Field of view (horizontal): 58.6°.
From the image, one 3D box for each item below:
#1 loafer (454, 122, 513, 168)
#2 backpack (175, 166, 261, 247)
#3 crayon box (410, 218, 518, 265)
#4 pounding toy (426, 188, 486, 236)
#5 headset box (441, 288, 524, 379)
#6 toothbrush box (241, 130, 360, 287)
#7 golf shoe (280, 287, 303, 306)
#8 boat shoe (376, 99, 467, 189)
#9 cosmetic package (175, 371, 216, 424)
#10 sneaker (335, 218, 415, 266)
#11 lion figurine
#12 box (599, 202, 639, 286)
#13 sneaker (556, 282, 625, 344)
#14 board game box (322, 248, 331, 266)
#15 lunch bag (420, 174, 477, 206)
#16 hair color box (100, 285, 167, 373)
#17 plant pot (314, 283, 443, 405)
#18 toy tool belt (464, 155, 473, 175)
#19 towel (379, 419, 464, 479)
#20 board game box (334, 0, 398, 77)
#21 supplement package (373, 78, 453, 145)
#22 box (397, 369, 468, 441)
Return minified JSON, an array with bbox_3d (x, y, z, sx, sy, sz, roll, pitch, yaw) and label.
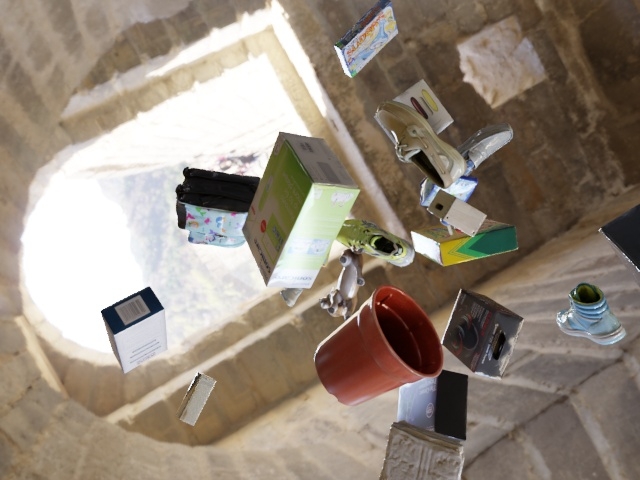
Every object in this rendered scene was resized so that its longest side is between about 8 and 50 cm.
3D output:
[{"bbox_3d":[0.541,-0.302,2.024,0.112,0.319,0.111,44,-158,-44],"label":"loafer"},{"bbox_3d":[-0.263,-0.093,1.605,0.225,0.254,0.191,-88,0,-54],"label":"backpack"},{"bbox_3d":[0.581,-0.005,2.356,0.363,0.313,0.106,-137,36,-78],"label":"crayon box"},{"bbox_3d":[0.371,-0.065,1.589,0.130,0.100,0.141,27,-170,-20],"label":"pounding toy"},{"bbox_3d":[0.537,0.309,1.890,0.293,0.110,0.218,-134,62,-74],"label":"headset box"},{"bbox_3d":[-0.055,-0.064,1.266,0.206,0.122,0.283,61,137,42],"label":"toothbrush box"},{"bbox_3d":[-0.101,0.188,2.173,0.069,0.086,0.176,49,-166,-14],"label":"golf shoe"},{"bbox_3d":[0.257,-0.262,1.554,0.302,0.098,0.109,44,160,9],"label":"boat shoe"},{"bbox_3d":[-0.299,0.378,1.369,0.041,0.115,0.060,31,162,-17],"label":"cosmetic package"},{"bbox_3d":[0.206,-0.014,2.361,0.385,0.145,0.147,19,174,30],"label":"sneaker"},{"bbox_3d":[0.105,0.150,2.181,0.240,0.142,0.392,-70,1,-64],"label":"lion figurine"},{"bbox_3d":[0.998,0.105,1.546,0.395,0.212,0.293,46,-160,-21],"label":"box"},{"bbox_3d":[0.932,0.237,2.039,0.208,0.127,0.319,62,170,-7],"label":"sneaker"},{"bbox_3d":[0.000,0.000,2.201,0.141,0.048,0.170,-140,62,-66],"label":"board game box"},{"bbox_3d":[0.388,-0.163,1.742,0.151,0.129,0.096,124,150,-69],"label":"lunch bag"},{"bbox_3d":[-0.612,0.303,1.896,0.105,0.174,0.347,52,151,20],"label":"hair color box"},{"bbox_3d":[0.142,0.303,1.541,0.272,0.265,0.272,34,-147,-26],"label":"plant pot"},{"bbox_3d":[0.512,-0.261,1.992,0.052,0.083,0.051,37,180,3],"label":"toy tool belt"},{"bbox_3d":[0.232,0.587,1.374,0.187,0.282,0.049,15,-171,20],"label":"towel"},{"bbox_3d":[0.136,-0.591,1.666,0.035,0.201,0.136,44,178,25],"label":"board game box"},{"bbox_3d":[0.356,-0.464,2.169,0.203,0.194,0.149,52,144,-5],"label":"supplement package"},{"bbox_3d":[0.319,0.497,1.655,0.261,0.103,0.184,125,156,-58],"label":"box"}]
